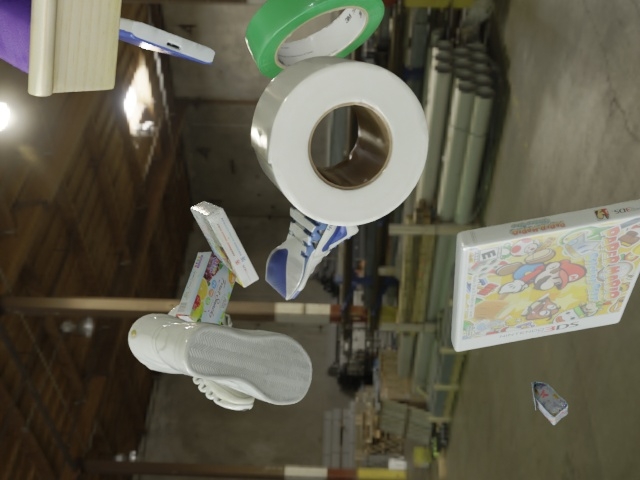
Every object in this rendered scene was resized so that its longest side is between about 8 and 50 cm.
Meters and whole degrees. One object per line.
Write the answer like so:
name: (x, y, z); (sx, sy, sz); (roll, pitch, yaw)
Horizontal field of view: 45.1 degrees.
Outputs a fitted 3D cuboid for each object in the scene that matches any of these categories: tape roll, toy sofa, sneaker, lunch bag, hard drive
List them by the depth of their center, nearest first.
toy sofa: (-0.429, -0.308, 0.984); (0.177, 0.363, 0.150); (-16, -54, -47)
sneaker: (-0.152, 0.172, 1.176); (0.292, 0.169, 0.108); (31, -109, -48)
tape roll: (0.025, -0.160, 1.200); (0.169, 0.246, 0.246); (-129, 39, -69)
sneaker: (-0.219, 0.225, 1.610); (0.118, 0.110, 0.292); (-50, 60, 24)
lunch bag: (0.474, 0.337, 1.613); (0.083, 0.053, 0.071); (51, 175, 30)
tape roll: (-0.012, -0.492, 1.767); (0.321, 0.321, 0.077); (85, 160, -77)
hard drive: (-0.419, -0.481, 1.812); (0.319, 0.210, 0.040); (26, 101, 47)
sneaker: (0.000, -0.001, 1.876); (0.127, 0.182, 0.315); (43, 123, 35)

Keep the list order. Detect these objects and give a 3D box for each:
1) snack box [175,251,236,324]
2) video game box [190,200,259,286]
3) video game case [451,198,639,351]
snack box: (-0.221, 0.107, 1.507); (0.100, 0.037, 0.141); (53, -135, -49)
video game box: (-0.226, 0.005, 1.797); (0.187, 0.048, 0.205); (67, 165, -16)
video game case: (0.252, 0.046, 0.858); (0.227, 0.207, 0.026); (79, 180, -53)
